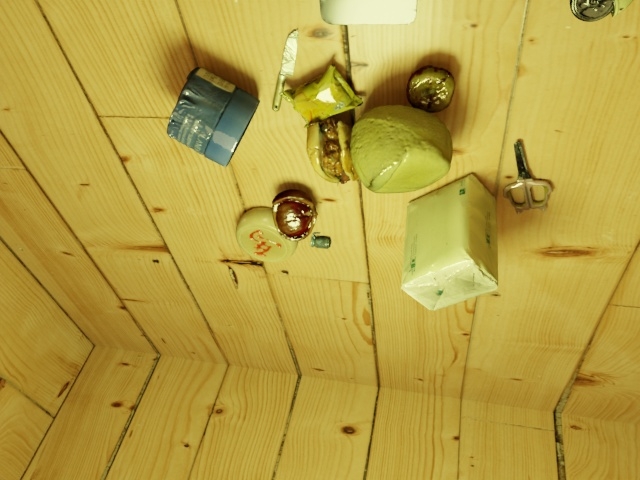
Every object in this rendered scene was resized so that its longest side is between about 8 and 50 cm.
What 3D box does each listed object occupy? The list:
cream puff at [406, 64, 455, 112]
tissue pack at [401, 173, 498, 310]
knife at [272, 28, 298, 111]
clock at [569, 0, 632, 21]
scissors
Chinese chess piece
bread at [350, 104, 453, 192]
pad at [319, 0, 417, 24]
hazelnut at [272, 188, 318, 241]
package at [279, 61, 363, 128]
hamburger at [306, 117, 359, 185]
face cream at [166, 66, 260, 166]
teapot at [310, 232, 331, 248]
[{"bbox_3d":[0.321,-0.445,1.517,0.148,0.085,0.149,6,139,6],"label":"cream puff"},{"bbox_3d":[0.443,0.009,1.782,0.207,0.381,0.297,35,136,-28],"label":"tissue pack"},{"bbox_3d":[-0.106,-0.522,1.624,0.047,0.017,0.298,16,137,-3],"label":"knife"},{"bbox_3d":[0.715,-0.655,1.112,0.276,0.120,0.379,10,140,16],"label":"clock"},{"bbox_3d":[0.675,-0.205,1.729,0.160,0.024,0.318,-5,137,27],"label":"scissors"},{"bbox_3d":[-0.222,-0.020,2.192,0.272,0.102,0.273,10,141,8],"label":"Chinese chess piece"},{"bbox_3d":[0.240,-0.277,1.595,0.320,0.238,0.320,-4,173,-1],"label":"bread"},{"bbox_3d":[0.124,-0.659,1.392,0.266,0.004,0.181,6,140,12],"label":"pad"},{"bbox_3d":[-0.104,-0.104,1.997,0.170,0.161,0.202,-26,143,-2],"label":"hazelnut"},{"bbox_3d":[-0.001,-0.439,1.626,0.226,0.090,0.168,-19,132,32],"label":"package"},{"bbox_3d":[0.052,-0.283,1.730,0.155,0.245,0.283,-2,123,19],"label":"hamburger"},{"bbox_3d":[-0.345,-0.393,1.676,0.224,0.249,0.249,27,140,-10],"label":"face cream"},{"bbox_3d":[-0.001,0.004,2.185,0.083,0.049,0.064,4,140,15],"label":"teapot"}]
